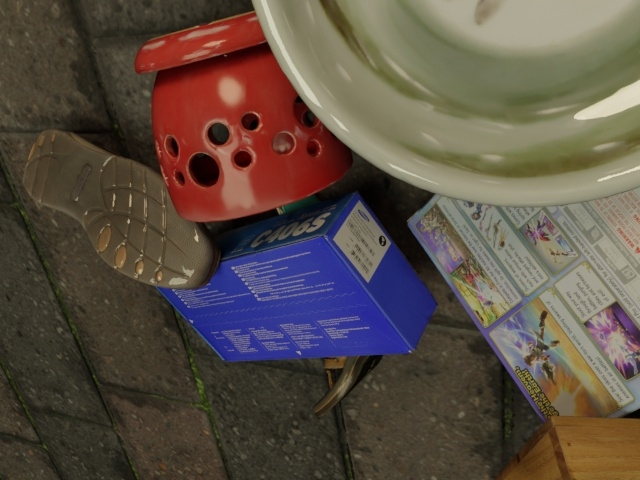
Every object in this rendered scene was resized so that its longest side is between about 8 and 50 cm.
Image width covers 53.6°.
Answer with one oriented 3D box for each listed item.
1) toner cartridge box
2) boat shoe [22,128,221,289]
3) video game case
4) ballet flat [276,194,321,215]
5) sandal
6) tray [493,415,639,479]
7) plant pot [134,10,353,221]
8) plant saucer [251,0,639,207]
[{"bbox_3d":[-0.049,0.060,0.756,0.348,0.075,0.165,-13,120,46],"label":"toner cartridge box"},{"bbox_3d":[-0.229,-0.043,0.779,0.324,0.116,0.123,35,97,29],"label":"boat shoe"},{"bbox_3d":[0.235,0.011,0.570,0.244,0.061,0.269,-50,62,39],"label":"video game case"},{"bbox_3d":[0.000,0.000,0.764,0.168,0.057,0.052,48,157,-6],"label":"ballet flat"},{"bbox_3d":[0.040,0.148,0.822,0.060,0.090,0.219,41,133,19],"label":"sandal"},{"bbox_3d":[0.375,0.244,0.593,0.411,0.076,0.202,5,138,-7],"label":"tray"},{"bbox_3d":[-0.076,-0.131,0.629,0.191,0.191,0.174,-2,113,28],"label":"plant pot"},{"bbox_3d":[0.148,-0.222,0.425,0.401,0.100,0.400,4,117,8],"label":"plant saucer"}]
